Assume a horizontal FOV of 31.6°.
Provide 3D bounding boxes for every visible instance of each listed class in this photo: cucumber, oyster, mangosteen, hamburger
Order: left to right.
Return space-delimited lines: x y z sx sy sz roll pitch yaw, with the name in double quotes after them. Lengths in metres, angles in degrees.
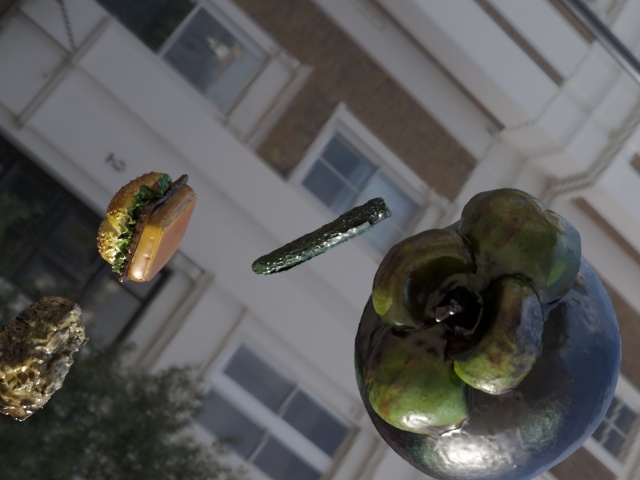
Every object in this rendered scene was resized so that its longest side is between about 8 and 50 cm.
-0.336 0.134 1.324 0.177 0.105 0.056 -38 171 18 "oyster"
-0.221 -0.029 1.429 0.137 0.087 0.166 -66 176 23 "hamburger"
0.000 0.000 1.842 0.257 0.043 0.044 -26 -113 17 "cucumber"
0.126 0.078 0.887 0.243 0.243 0.243 -43 -162 18 "mangosteen"
